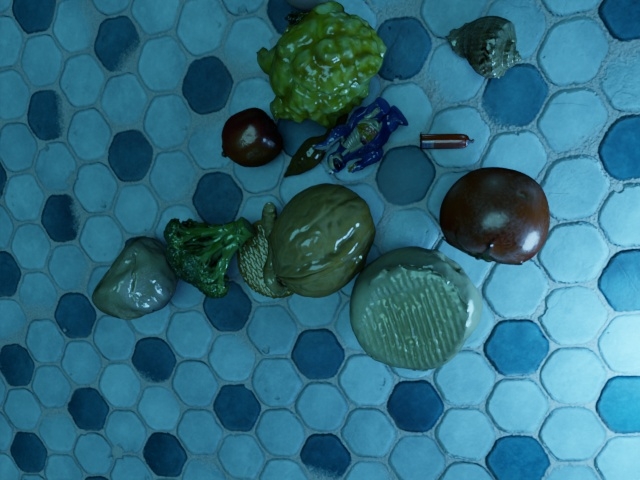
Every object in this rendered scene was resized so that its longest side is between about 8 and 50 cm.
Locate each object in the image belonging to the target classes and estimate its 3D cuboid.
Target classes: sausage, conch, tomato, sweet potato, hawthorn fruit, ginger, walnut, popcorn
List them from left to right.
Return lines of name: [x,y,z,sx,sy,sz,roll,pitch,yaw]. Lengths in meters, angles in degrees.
hawthorn fruit: [-0.208,-0.286,1.282,0.188,0.169,0.169,-32,90,13]
ginger: [-0.136,0.030,1.314,0.089,0.075,0.288,0,98,45]
sweet potato: [-0.010,-0.271,1.283,0.269,0.075,0.075,-45,87,10]
walnut: [0.002,0.001,1.198,0.252,0.277,0.313,39,65,19]
popcorn: [0.004,-0.436,1.155,0.335,0.279,0.274,-40,116,3]
sausage: [0.347,-0.274,1.219,0.145,0.048,0.050,1,59,12]
conch: [0.431,-0.511,1.155,0.207,0.130,0.155,33,69,29]
tomato: [0.439,-0.065,1.117,0.265,0.265,0.265,2,98,12]

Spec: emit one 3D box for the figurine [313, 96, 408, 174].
figurine: [0.110,-0.287,1.238,0.262,0.121,0.164,-31,129,21]

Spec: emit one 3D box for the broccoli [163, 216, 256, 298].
broccoli: [-0.317,0.030,1.305,0.269,0.254,0.269,0,97,3]

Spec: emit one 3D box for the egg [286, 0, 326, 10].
egg: [-0.043,-0.687,1.217,0.135,0.103,0.103,20,101,5]

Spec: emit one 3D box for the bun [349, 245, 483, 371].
bun: [0.257,0.174,1.218,0.359,0.211,0.360,6,106,21]

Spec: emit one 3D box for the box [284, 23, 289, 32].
box: [-0.052,-0.579,1.268,0.105,0.037,0.105,2,98,13]

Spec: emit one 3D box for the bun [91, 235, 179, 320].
bun: [-0.559,0.133,1.383,0.205,0.281,0.281,35,105,-20]

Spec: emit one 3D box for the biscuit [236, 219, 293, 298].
biscuit: [-0.142,0.055,1.373,0.254,0.035,0.254,1,96,12]

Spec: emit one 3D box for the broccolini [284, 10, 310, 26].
broccolini: [0.000,-0.606,1.214,0.194,0.054,0.052,6,79,9]
